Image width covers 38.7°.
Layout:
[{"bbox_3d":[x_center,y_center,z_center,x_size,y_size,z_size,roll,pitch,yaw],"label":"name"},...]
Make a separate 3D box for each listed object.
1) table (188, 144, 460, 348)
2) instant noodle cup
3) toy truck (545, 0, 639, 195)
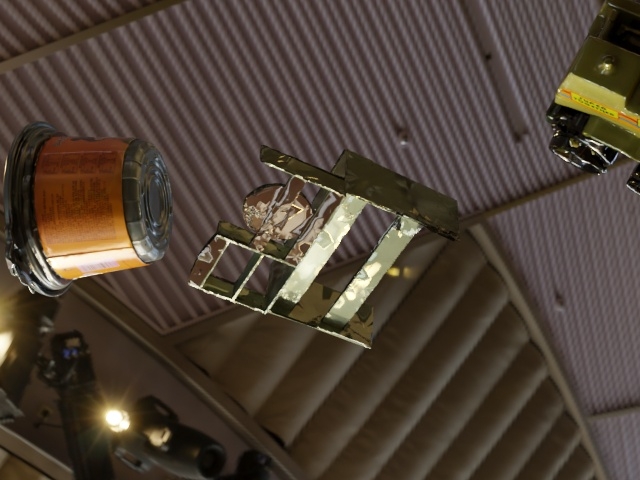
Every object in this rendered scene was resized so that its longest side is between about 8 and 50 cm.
[{"bbox_3d":[0.000,0.000,0.745,0.175,0.146,0.062,23,-142,-15],"label":"table"},{"bbox_3d":[-0.224,-0.037,0.926,0.178,0.125,0.208,76,-168,-47],"label":"instant noodle cup"},{"bbox_3d":[0.284,-0.071,0.593,0.127,0.257,0.127,-61,-13,0],"label":"toy truck"}]
